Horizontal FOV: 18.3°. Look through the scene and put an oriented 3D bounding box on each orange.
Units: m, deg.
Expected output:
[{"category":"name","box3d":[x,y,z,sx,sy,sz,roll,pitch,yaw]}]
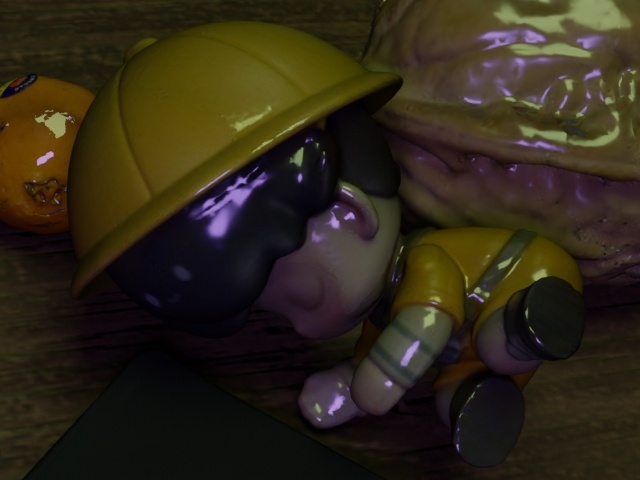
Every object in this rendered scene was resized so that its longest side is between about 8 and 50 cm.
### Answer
[{"category":"orange","box3d":[-0.143,-0.044,1.028,0.083,0.083,0.083,11,45,-11]}]

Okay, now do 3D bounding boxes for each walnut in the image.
[{"category":"walnut","box3d":[0.130,-0.073,1.079,0.245,0.198,0.198,5,46,-7]}]

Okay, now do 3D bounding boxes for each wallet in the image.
[{"category":"wallet","box3d":[-0.013,0.151,0.917,0.250,0.044,0.149,28,41,8]}]

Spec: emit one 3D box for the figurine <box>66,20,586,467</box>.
[{"category":"figurine","box3d":[0.002,-0.004,0.967,0.256,0.192,0.167,28,60,-7]}]
